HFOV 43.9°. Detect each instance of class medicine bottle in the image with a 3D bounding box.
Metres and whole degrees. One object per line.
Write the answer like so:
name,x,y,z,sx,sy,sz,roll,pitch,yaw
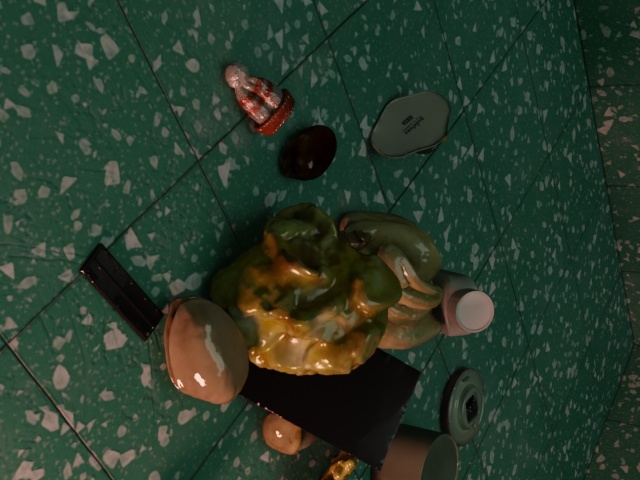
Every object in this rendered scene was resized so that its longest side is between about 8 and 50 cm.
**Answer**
medicine bottle,0.341,0.164,2.090,0.111,0.296,0.161,-4,94,-14

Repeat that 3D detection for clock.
clock,0.451,0.517,2.475,0.244,0.056,0.244,-10,103,-52

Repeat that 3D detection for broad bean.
broad bean,-0.016,-0.192,1.753,0.165,0.084,0.114,-35,138,-53

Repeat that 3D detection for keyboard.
keyboard,-0.347,0.095,1.399,0.067,0.011,0.202,-61,137,-32

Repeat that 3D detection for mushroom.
mushroom,0.003,0.399,1.811,0.329,0.122,0.159,-17,103,-50

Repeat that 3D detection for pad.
pad,0.019,0.300,1.713,0.368,0.007,0.247,30,63,-6

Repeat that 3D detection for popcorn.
popcorn,-0.023,0.114,1.598,0.334,0.293,0.292,45,40,-5

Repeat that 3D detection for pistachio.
pistachio,-0.218,0.208,1.486,0.152,0.126,0.223,-29,107,-18

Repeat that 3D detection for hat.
hat,-0.132,-0.297,1.599,0.162,0.094,0.112,37,53,-29

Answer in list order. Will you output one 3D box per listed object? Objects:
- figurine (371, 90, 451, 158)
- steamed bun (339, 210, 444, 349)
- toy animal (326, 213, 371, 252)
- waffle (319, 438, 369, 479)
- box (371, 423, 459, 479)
figurine,0.227,-0.267,2.072,0.250,0.166,0.141,-31,160,-20
steamed bun,0.184,0.097,1.936,0.325,0.230,0.372,-31,116,-51
toy animal,0.000,0.000,1.750,0.241,0.099,0.056,-17,152,-27
waffle,0.063,0.507,1.841,0.307,0.060,0.312,-56,169,21
box,0.258,0.621,2.150,0.226,0.149,0.226,-8,100,-53
